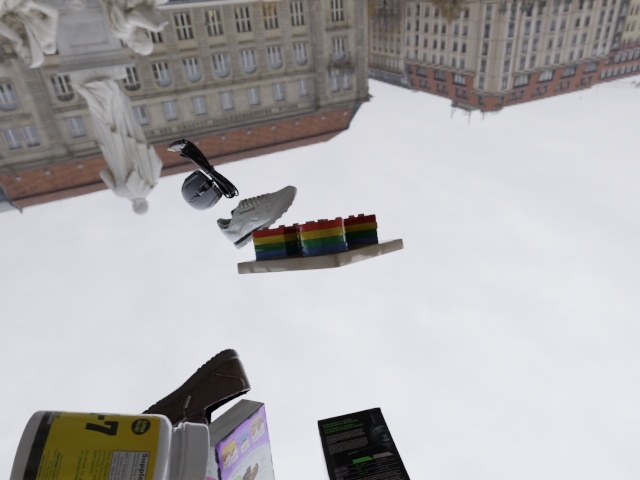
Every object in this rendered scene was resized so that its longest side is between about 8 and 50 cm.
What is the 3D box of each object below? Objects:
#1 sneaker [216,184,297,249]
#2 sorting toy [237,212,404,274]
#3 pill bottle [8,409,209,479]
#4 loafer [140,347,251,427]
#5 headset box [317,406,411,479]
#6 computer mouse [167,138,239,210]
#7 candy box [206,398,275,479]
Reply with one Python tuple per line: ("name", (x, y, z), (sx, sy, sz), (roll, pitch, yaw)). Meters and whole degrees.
("sneaker", (-0.157, -0.072, 1.112), (0.235, 0.095, 0.090), (-36, -168, 21))
("sorting toy", (0.000, 0.000, 0.934), (0.255, 0.090, 0.257), (-6, -177, 37))
("pill bottle", (-0.252, 0.276, 0.554), (0.208, 0.119, 0.119), (12, -156, -22))
("loafer", (-0.309, 0.409, 1.024), (0.366, 0.134, 0.130), (-41, -107, -16))
("headset box", (0.086, 0.483, 0.796), (0.131, 0.247, 0.283), (-9, -156, -8))
("computer mouse", (-0.318, -0.147, 1.096), (0.060, 0.184, 0.262), (-51, -158, -23))
("candy box", (-0.180, 0.470, 0.954), (0.070, 0.197, 0.164), (0, -169, 30))
